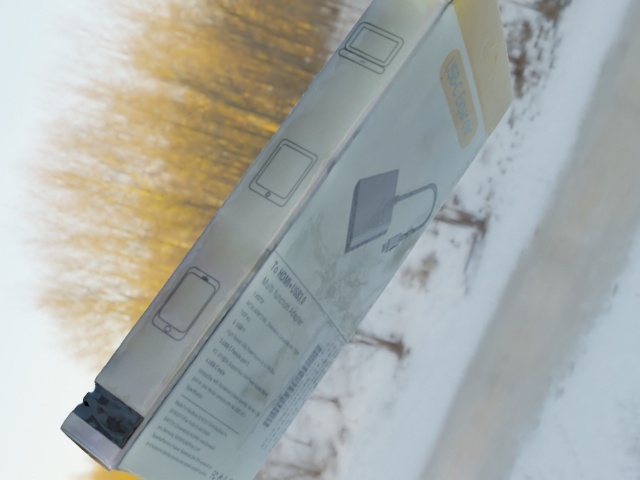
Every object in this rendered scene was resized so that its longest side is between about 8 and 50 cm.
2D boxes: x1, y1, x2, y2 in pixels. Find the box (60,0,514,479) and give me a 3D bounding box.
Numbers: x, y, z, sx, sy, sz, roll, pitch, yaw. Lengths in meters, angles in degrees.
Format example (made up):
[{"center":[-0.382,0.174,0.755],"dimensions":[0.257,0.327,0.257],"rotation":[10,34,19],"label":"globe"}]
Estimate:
[{"center":[0.000,0.000,0.474],"dimensions":[0.247,0.033,0.129],"rotation":[-54,-25,-11],"label":"box"}]
